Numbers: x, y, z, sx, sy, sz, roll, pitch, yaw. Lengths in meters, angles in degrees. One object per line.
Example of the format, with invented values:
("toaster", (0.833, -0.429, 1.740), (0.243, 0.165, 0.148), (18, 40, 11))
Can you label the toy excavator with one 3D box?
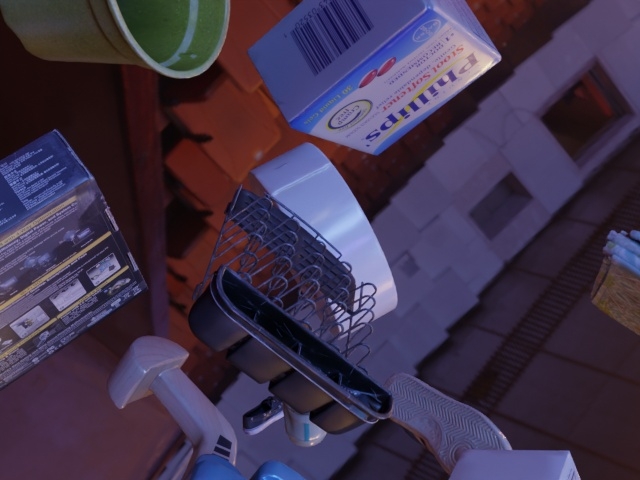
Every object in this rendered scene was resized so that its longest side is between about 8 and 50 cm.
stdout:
("toy excavator", (-0.136, 0.354, 1.144), (0.222, 0.433, 0.445), (-54, -172, 16))

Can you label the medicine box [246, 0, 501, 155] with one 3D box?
("medicine box", (0.089, -0.278, 1.254), (0.263, 0.149, 0.289), (-37, 159, 24))

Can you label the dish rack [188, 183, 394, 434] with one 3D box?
("dish rack", (-0.022, 0.049, 0.838), (0.074, 0.208, 0.272), (-39, -159, 27))

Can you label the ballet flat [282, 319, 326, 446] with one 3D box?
("ballet flat", (-0.032, 0.197, 1.285), (0.086, 0.086, 0.248), (-38, -141, 20))

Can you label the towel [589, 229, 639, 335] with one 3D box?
("towel", (0.686, 0.137, 1.561), (0.090, 0.374, 0.320), (-51, 158, -9))

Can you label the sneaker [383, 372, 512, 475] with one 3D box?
("sneaker", (0.269, 0.383, 1.641), (0.131, 0.148, 0.350), (-51, -138, -2))

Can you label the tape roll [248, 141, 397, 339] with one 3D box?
("tape roll", (0.000, 0.000, 1.239), (0.100, 0.286, 0.286), (-28, -161, -8))

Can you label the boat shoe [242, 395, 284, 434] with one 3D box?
("boat shoe", (-0.102, 0.338, 1.682), (0.049, 0.040, 0.142), (11, -149, 38))

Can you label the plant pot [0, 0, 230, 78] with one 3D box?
("plant pot", (-0.311, -0.362, 1.207), (0.253, 0.276, 0.276), (0, -136, 29))

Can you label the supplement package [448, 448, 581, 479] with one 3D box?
("supplement package", (0.332, 0.508, 1.371), (0.199, 0.263, 0.198), (-10, -155, 37))

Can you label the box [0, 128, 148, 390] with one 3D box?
("box", (-0.419, 0.081, 1.001), (0.395, 0.097, 0.318), (-35, 160, -15))
